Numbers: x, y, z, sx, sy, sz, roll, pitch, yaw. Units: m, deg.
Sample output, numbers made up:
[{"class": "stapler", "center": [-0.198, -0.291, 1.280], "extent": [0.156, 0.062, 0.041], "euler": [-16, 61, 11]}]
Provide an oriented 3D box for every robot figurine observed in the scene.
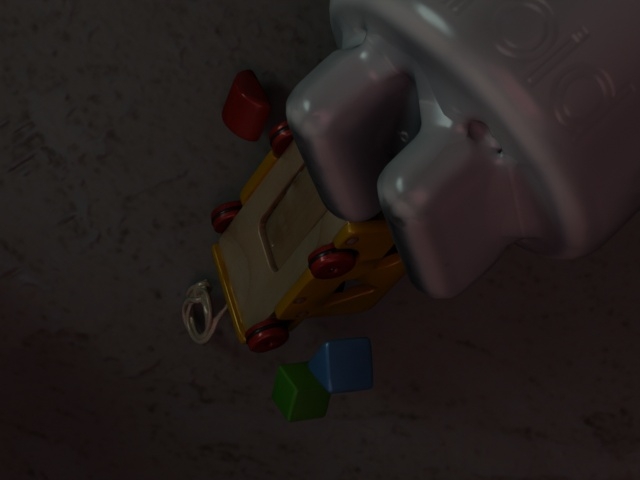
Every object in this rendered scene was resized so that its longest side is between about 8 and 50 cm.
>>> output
[{"class": "robot figurine", "center": [0.148, -0.130, 0.861], "extent": [0.353, 0.200, 0.300], "euler": [-43, 65, -11]}]

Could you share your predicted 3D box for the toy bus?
[{"class": "toy bus", "center": [0.006, -0.001, 1.003], "extent": [0.104, 0.202, 0.190], "euler": [-3, 109, -29]}]
